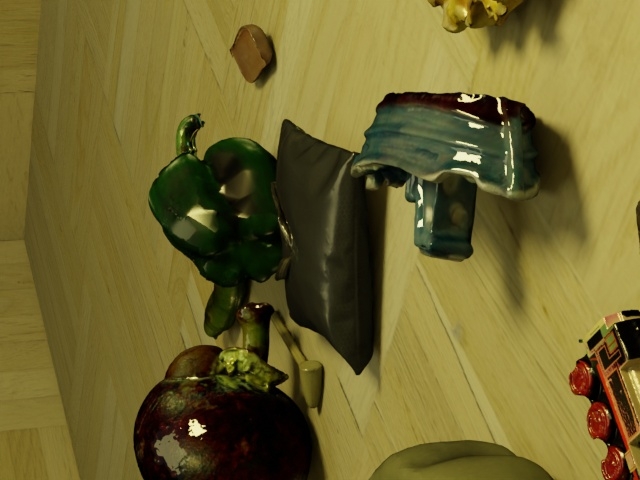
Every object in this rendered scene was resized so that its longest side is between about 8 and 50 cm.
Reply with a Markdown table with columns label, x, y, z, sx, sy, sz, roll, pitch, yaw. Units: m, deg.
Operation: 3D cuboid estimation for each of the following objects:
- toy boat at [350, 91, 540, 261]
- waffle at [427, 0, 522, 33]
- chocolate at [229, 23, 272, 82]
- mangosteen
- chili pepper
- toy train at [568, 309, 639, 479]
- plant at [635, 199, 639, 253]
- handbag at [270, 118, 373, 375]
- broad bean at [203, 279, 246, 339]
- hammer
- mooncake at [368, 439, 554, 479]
| label | x | y | z | sx | sy | sz | roll | pitch | yaw |
| --- | --- | --- | --- | --- | --- | --- | --- | --- | --- |
| toy boat | 0.105 | -0.056 | 1.328 | 0.309 | 0.129 | 0.142 | -168 | 88 | -69 |
| waffle | 0.146 | -0.330 | 1.260 | 0.329 | 0.062 | 0.329 | 179 | 90 | -70 |
| chocolate | -0.085 | -0.246 | 1.974 | 0.064 | 0.031 | 0.100 | 64 | 160 | 9 |
| mangosteen | -0.109 | 0.220 | 1.876 | 0.231 | 0.231 | 0.289 | 41 | 114 | 63 |
| chili pepper | -0.131 | -0.057 | 1.952 | 0.261 | 0.174 | 0.165 | 56 | 172 | 49 |
| toy train | 0.236 | 0.124 | 1.121 | 0.087 | 0.050 | 0.138 | 120 | 141 | -52 |
| plant | 0.254 | 0.029 | 0.962 | 0.092 | 0.094 | 0.143 | -18 | 95 | 64 |
| handbag | 0.000 | 0.000 | 1.704 | 0.211 | 0.089 | 0.254 | -144 | 49 | -62 |
| broad bean | -0.135 | 0.014 | 2.146 | 0.144 | 0.049 | 0.292 | -140 | 51 | -72 |
| hammer | -0.034 | 0.144 | 1.929 | 0.195 | 0.028 | 0.060 | -124 | 28 | -60 |
| mooncake | 0.137 | 0.304 | 1.314 | 0.275 | 0.135 | 0.275 | 172 | 90 | -71 |
